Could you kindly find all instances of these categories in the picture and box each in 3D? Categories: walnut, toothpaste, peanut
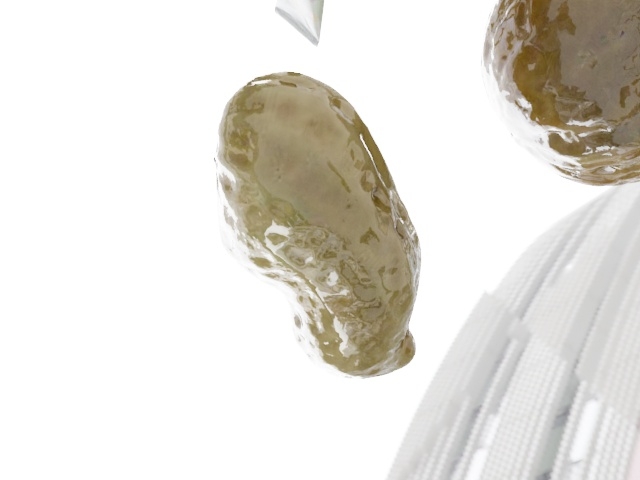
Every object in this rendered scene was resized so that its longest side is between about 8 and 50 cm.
[{"bbox_3d":[0.337,-0.215,1.473,0.333,0.333,0.333,13,-118,-25],"label":"walnut"},{"bbox_3d":[-0.010,-0.353,1.591,0.056,0.314,0.058,2,-123,-8],"label":"toothpaste"},{"bbox_3d":[0.000,0.000,1.414,0.169,0.192,0.387,-87,-24,-54],"label":"peanut"}]
